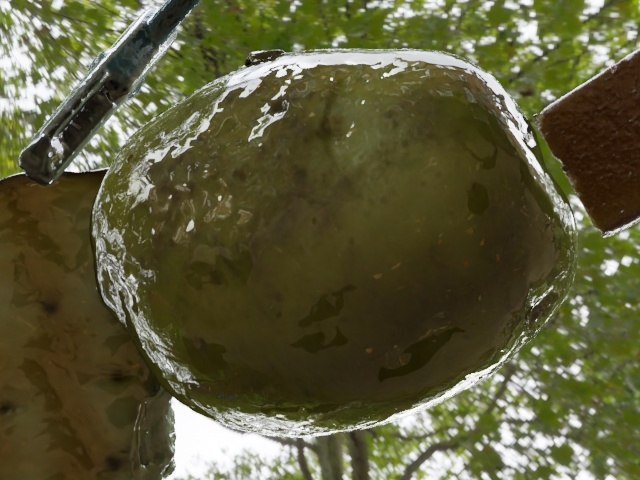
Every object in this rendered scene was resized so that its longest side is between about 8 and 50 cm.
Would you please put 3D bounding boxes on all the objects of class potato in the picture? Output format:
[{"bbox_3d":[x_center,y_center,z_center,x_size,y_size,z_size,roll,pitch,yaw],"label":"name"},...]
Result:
[{"bbox_3d":[0.000,-0.002,0.491,0.228,0.148,0.197,-29,-107,16],"label":"potato"}]

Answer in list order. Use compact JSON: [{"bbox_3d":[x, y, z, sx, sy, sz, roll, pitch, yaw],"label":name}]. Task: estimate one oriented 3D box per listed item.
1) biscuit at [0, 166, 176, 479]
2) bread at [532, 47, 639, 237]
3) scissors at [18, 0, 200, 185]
[{"bbox_3d":[-0.219,0.092,0.774,0.329,0.078,0.335,32,-108,-2],"label":"biscuit"},{"bbox_3d":[0.190,-0.062,0.599,0.094,0.035,0.090,-33,-103,25],"label":"bread"},{"bbox_3d":[-0.156,-0.134,0.786,0.041,0.289,0.138,44,-50,-19],"label":"scissors"}]
